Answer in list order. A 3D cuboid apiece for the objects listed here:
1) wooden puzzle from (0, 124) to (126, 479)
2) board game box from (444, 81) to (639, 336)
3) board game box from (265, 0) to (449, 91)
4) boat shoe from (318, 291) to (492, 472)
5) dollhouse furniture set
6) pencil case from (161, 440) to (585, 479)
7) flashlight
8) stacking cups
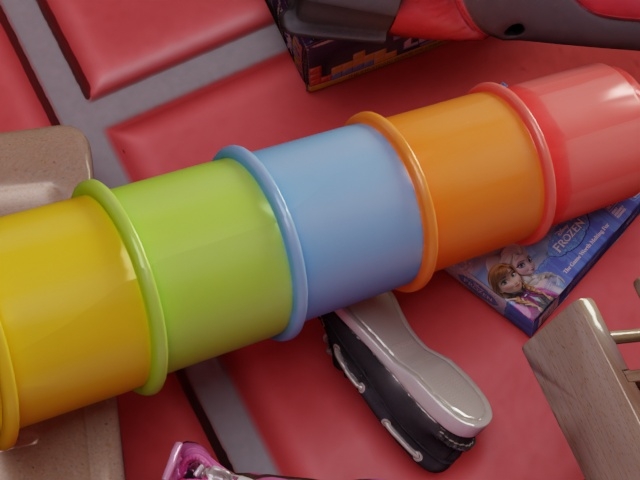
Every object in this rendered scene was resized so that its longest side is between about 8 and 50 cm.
[{"bbox_3d":[-0.240,0.122,0.797,0.322,0.080,0.348,-8,60,-3],"label":"wooden puzzle"},{"bbox_3d":[0.091,-0.016,0.883,0.090,0.020,0.090,37,70,17],"label":"board game box"},{"bbox_3d":[0.044,-0.167,0.941,0.170,0.048,0.141,-22,65,-9],"label":"board game box"},{"bbox_3d":[0.023,0.049,0.843,0.125,0.038,0.046,46,30,19],"label":"boat shoe"},{"bbox_3d":[0.206,0.057,0.743,0.184,0.129,0.129,-3,58,-40],"label":"dollhouse furniture set"},{"bbox_3d":[0.036,0.127,0.770,0.209,0.098,0.095,2,34,0],"label":"pencil case"},{"bbox_3d":[0.135,-0.131,0.852,0.304,0.103,0.103,3,95,-8],"label":"flashlight"},{"bbox_3d":[0.000,0.000,0.795,0.316,0.096,0.096,-15,64,-24],"label":"stacking cups"}]
